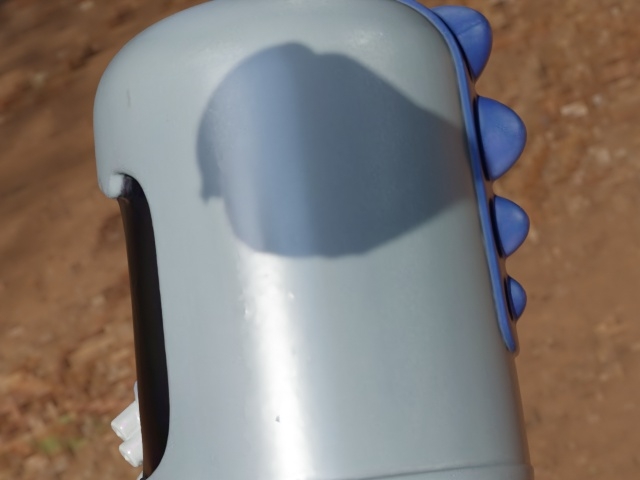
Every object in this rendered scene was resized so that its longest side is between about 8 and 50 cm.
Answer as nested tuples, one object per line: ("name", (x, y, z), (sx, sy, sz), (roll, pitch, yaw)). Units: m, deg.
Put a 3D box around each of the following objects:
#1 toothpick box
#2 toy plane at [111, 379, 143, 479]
("toothpick box", (0.000, 0.000, 1.128), (0.263, 0.354, 0.263), (-8, -10, -1))
("toy plane", (-0.074, 0.161, 1.398), (0.174, 0.174, 0.080), (-26, -16, -11))
